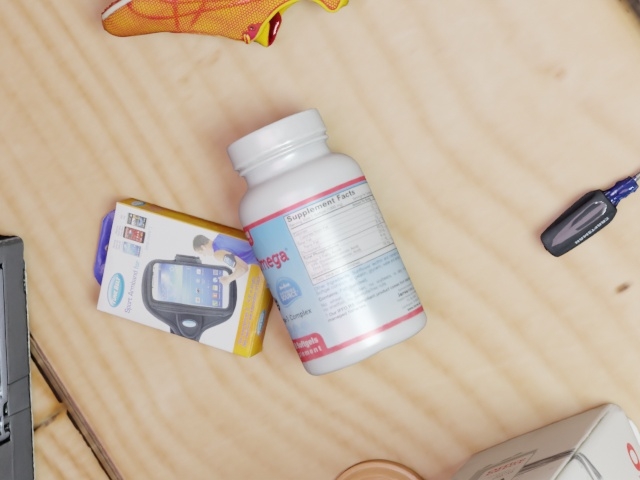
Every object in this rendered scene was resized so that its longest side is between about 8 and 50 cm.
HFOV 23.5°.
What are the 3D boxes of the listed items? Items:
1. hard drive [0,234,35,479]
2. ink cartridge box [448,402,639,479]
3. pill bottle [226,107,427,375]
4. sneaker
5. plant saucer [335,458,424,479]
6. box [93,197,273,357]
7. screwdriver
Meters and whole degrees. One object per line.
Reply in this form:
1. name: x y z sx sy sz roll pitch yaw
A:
1. hard drive: -0.378 0.108 1.161 0.339 0.064 0.237 1 99 20
2. ink cartridge box: 0.136 0.238 0.888 0.117 0.283 0.207 -24 90 24
3. pill bottle: 0.000 0.000 1.001 0.087 0.087 0.160 -24 89 21
4. sneaker: -0.066 -0.154 1.015 0.175 0.064 0.067 -10 105 23
5. plant saucer: 0.041 0.192 1.055 0.083 0.013 0.083 3 99 19
6. box: -0.098 0.023 1.071 0.136 0.028 0.081 15 103 14
7. screwdriver: 0.209 -0.044 0.962 0.170 0.024 0.025 -35 116 14
